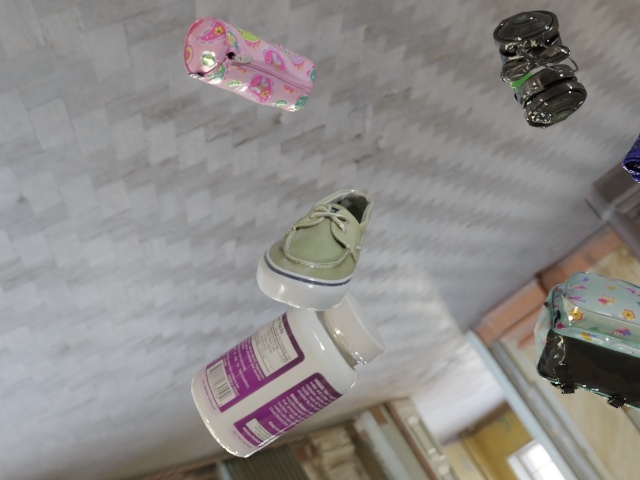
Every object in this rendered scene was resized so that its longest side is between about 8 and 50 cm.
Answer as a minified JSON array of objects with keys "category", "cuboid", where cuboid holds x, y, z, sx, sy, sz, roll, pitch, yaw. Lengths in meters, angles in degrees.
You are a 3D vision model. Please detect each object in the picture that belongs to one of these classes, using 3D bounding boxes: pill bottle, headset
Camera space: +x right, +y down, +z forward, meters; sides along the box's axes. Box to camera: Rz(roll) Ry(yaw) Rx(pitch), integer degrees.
[{"category":"pill bottle","cuboid":[-0.049,0.213,1.363,0.302,0.169,0.169,-34,159,7]},{"category":"headset","cuboid":[0.416,-0.339,1.656,0.185,0.243,0.394,-23,-177,3]}]

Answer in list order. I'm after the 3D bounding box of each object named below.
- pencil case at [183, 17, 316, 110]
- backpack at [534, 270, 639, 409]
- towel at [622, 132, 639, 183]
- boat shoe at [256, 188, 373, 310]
[{"category":"pencil case","cuboid":[-0.130,-0.331,1.564,0.124,0.124,0.284,-43,151,24]},{"category":"backpack","cuboid":[0.381,0.124,1.126,0.188,0.166,0.144,-54,156,-73]},{"category":"towel","cuboid":[0.693,-0.178,1.452,0.308,0.228,0.076,-46,140,-37]},{"category":"boat shoe","cuboid":[0.000,0.000,0.988,0.302,0.109,0.094,-52,160,-73]}]
